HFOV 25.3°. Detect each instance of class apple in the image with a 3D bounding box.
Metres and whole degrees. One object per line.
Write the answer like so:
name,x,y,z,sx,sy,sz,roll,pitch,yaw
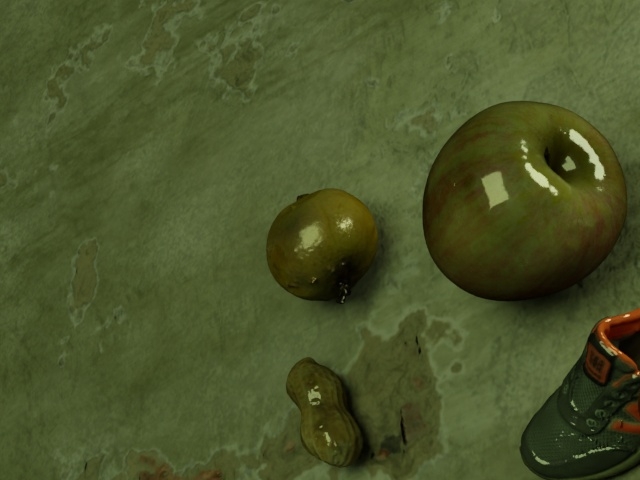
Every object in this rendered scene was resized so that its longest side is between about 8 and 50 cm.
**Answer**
apple,0.258,-0.044,1.845,0.234,0.257,0.256,124,144,-48

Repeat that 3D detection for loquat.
loquat,0.000,0.000,2.099,0.172,0.149,0.204,-47,36,18

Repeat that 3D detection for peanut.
peanut,0.002,0.245,2.026,0.089,0.089,0.192,-39,45,20

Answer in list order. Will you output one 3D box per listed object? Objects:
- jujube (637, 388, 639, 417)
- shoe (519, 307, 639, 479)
jujube,0.438,0.219,1.525,0.174,0.174,0.250,-25,63,30
shoe,0.355,0.166,1.698,0.336,0.171,0.132,-41,49,18
